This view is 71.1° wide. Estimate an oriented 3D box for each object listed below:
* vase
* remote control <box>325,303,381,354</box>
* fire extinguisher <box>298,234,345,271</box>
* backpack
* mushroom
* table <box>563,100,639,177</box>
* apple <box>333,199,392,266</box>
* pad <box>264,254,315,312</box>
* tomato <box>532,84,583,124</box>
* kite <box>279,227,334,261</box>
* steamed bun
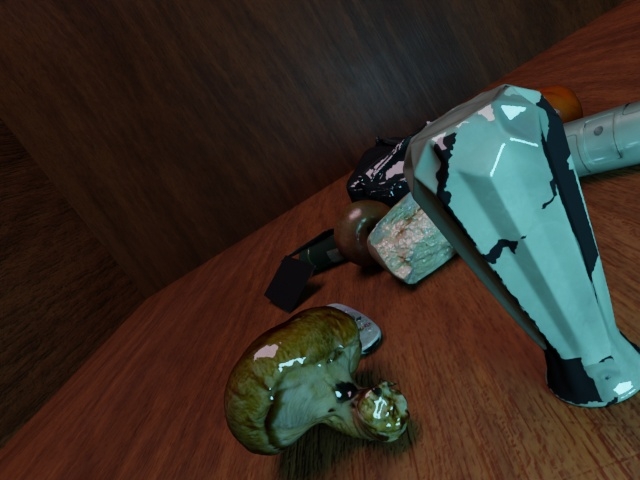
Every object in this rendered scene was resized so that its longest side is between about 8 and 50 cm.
[{"bbox_3d":[0.239,0.015,0.502,0.165,0.360,0.165,-32,13,8],"label":"vase"},{"bbox_3d":[0.053,0.195,0.989,0.097,0.045,0.256,-38,17,-13],"label":"remote control"},{"bbox_3d":[0.065,0.019,1.463,0.294,0.118,0.093,-25,47,34],"label":"fire extinguisher"},{"bbox_3d":[0.308,-0.231,1.426,0.445,0.255,0.363,-13,29,26],"label":"backpack"},{"bbox_3d":[-0.024,0.240,0.707,0.267,0.267,0.254,-32,40,6],"label":"mushroom"},{"bbox_3d":[0.611,-0.210,0.933,0.126,0.126,0.220,-41,17,-29],"label":"table"},{"bbox_3d":[0.130,-0.020,1.255,0.188,0.188,0.174,-35,9,-6],"label":"apple"},{"bbox_3d":[-0.106,0.134,1.447,0.164,0.004,0.243,-61,26,-7],"label":"pad"},{"bbox_3d":[0.583,-0.311,1.228,0.259,0.180,0.260,-28,14,8],"label":"tomato"},{"bbox_3d":[0.000,0.000,1.605,0.335,0.011,0.314,-26,-9,-7],"label":"kite"},{"bbox_3d":[0.220,-0.013,1.059,0.225,0.170,0.200,-40,19,-19],"label":"steamed bun"}]
